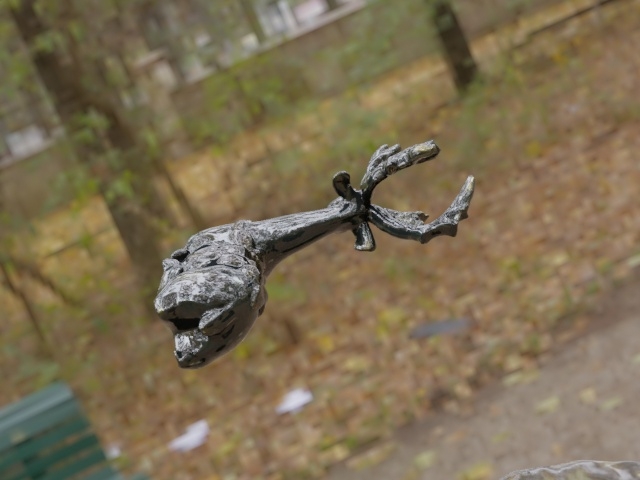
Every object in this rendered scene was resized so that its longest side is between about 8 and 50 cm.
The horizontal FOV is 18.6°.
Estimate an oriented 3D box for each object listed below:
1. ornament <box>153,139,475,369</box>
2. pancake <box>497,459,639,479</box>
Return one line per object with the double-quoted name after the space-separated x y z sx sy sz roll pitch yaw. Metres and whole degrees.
0.000 0.000 1.444 0.236 0.080 0.202 -21 14 10 "ornament"
0.170 0.206 0.980 0.212 0.235 0.029 -29 -22 -39 "pancake"
